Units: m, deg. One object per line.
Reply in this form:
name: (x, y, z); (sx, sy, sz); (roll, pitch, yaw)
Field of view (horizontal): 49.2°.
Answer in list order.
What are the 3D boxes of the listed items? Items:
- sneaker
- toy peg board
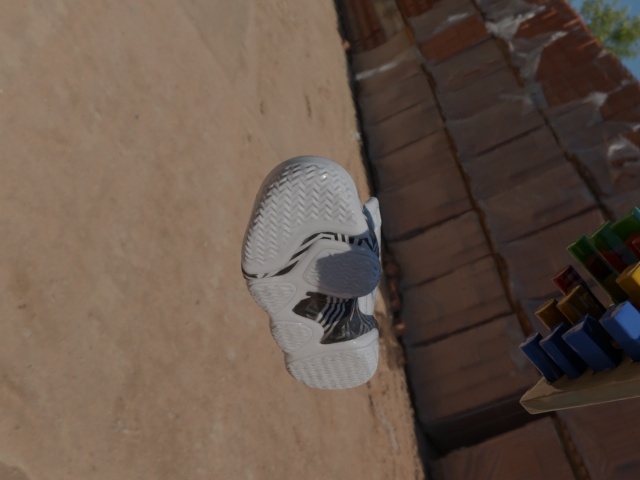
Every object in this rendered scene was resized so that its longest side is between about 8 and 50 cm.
sneaker: (0.000, 0.000, 0.793); (0.366, 0.137, 0.210); (80, 9, -50)
toy peg board: (0.223, 0.043, 0.537); (0.079, 0.160, 0.161); (49, -24, 4)
